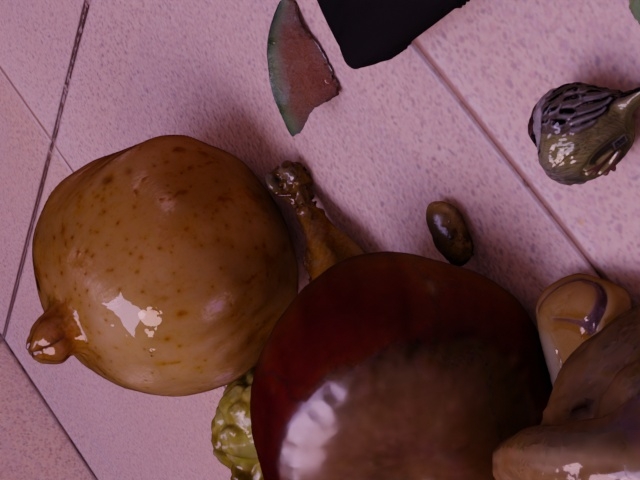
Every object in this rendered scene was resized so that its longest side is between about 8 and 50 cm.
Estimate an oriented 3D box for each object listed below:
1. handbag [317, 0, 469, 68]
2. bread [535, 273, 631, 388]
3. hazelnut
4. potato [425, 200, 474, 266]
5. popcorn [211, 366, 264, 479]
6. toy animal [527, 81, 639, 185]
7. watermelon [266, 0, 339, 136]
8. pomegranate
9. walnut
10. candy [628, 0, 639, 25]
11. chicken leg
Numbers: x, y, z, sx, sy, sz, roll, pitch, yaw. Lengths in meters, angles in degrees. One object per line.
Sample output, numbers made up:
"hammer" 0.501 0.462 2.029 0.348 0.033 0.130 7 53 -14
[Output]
"handbag" 0.063 -0.325 1.247 0.244 0.088 0.275 62 153 1
"bread" 0.304 0.143 1.295 0.134 0.081 0.225 16 131 55
"hazelnut" 0.106 0.208 1.417 0.359 0.359 0.409 21 133 48
"potato" 0.151 -0.008 1.432 0.051 0.040 0.083 -17 102 54
"popcorn" -0.010 0.263 1.742 0.286 0.173 0.225 15 124 0
"toy animal" 0.252 -0.118 1.147 0.098 0.098 0.137 47 125 20
"watermelon" -0.033 -0.222 1.523 0.101 0.080 0.155 -94 -21 -77
"pomegranate" -0.235 0.051 1.692 0.410 0.410 0.410 37 143 35
"walnut" 0.343 0.220 1.052 0.383 0.383 0.383 37 143 35
"candy" 0.318 -0.119 1.071 0.092 0.093 0.335 -122 14 -45
"chicken leg" 0.003 -0.001 1.613 0.251 0.087 0.107 61 -166 18
